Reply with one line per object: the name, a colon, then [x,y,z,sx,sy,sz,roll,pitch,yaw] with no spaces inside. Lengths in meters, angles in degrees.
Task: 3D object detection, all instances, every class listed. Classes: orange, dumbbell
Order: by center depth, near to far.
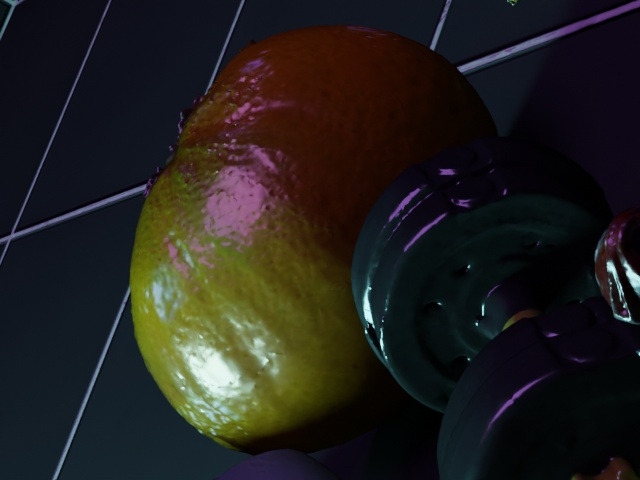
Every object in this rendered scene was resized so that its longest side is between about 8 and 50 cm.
dumbbell: [0.132,0.074,1.162,0.185,0.185,0.388,-54,25,16]
orange: [0.003,0.003,1.426,0.310,0.274,0.274,-46,27,14]

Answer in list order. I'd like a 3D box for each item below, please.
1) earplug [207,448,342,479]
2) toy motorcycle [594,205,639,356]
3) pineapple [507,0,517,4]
earplug: [-0.065,0.263,1.389,0.214,0.175,0.325,-40,3,-33]
toy motorcycle: [0.220,0.035,0.976,0.122,0.213,0.082,-4,60,50]
pineapple: [0.178,-0.239,1.615,0.083,0.019,0.045,-50,29,31]
